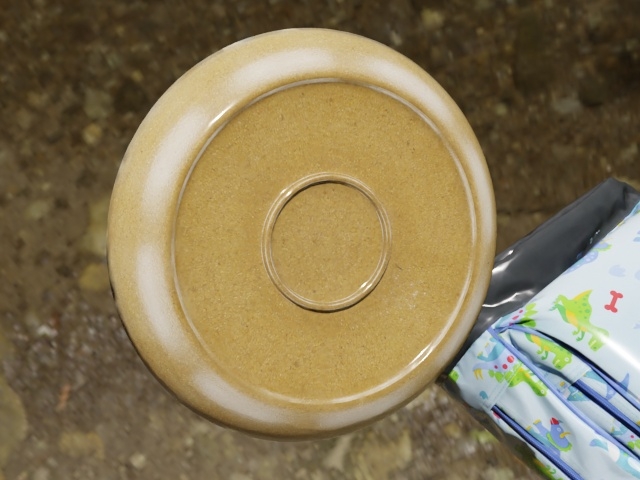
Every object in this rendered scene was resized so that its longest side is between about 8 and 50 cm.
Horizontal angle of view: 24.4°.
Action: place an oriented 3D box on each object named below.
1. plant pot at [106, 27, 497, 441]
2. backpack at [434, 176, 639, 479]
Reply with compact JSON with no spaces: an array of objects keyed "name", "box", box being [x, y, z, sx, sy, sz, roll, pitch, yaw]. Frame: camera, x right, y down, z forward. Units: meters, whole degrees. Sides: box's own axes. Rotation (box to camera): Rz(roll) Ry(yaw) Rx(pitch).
[{"name":"plant pot","box":[0.000,0.000,0.825,0.236,0.236,0.032,-44,20,-12]},{"name":"backpack","box":[0.297,0.124,1.261,0.290,0.273,0.355,-31,82,-37]}]
